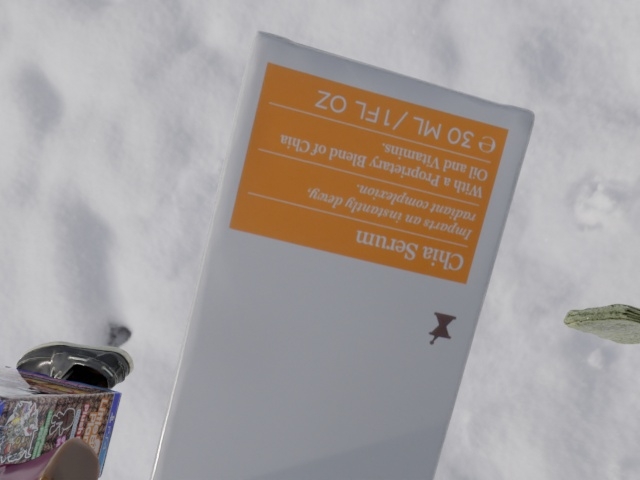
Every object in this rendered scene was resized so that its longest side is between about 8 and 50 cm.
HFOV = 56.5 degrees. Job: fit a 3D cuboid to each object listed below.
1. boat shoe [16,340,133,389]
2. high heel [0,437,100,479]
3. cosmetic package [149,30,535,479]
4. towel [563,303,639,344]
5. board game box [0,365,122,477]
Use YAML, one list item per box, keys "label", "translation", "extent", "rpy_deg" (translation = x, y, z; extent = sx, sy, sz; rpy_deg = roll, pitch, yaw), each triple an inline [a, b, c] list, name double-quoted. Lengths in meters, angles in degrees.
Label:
- label: "boat shoe"
  translation: [-0.469, 0.240, 1.101]
  extent: [0.232, 0.079, 0.084]
  rpy_deg: [-1, 118, 14]
- label: "high heel"
  translation: [-0.325, 0.322, 0.484]
  extent: [0.181, 0.377, 0.127]
  rpy_deg: [-32, 98, 12]
- label: "cosmetic package"
  translation: [-0.005, 0.083, 0.529]
  extent: [0.229, 0.161, 0.454]
  rpy_deg: [13, 96, -9]
- label: "towel"
  translation: [0.412, 0.113, 0.804]
  extent: [0.109, 0.148, 0.027]
  rpy_deg: [18, 74, -5]
- label: "board game box"
  translation: [-0.476, 0.272, 0.866]
  extent: [0.231, 0.291, 0.141]
  rpy_deg: [9, 79, 12]
